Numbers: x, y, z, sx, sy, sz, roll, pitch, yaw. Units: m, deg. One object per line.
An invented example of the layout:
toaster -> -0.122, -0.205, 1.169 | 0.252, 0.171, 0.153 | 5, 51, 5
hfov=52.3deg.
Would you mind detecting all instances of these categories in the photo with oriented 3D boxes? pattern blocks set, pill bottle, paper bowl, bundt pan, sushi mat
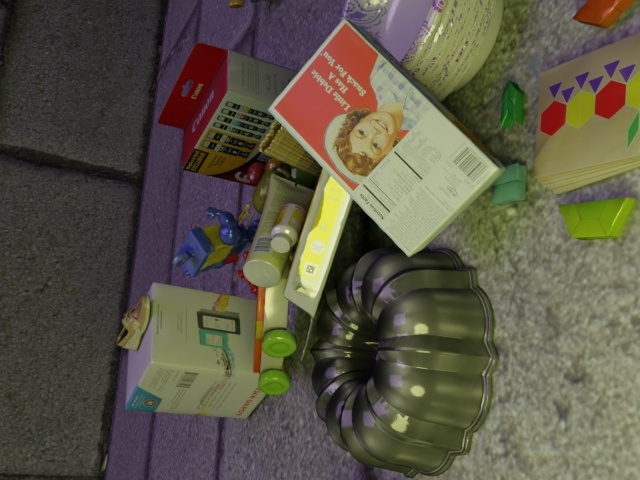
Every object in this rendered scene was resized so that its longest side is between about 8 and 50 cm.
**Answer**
pattern blocks set -> 0.309, -0.140, 0.703 | 0.325, 0.026, 0.285 | 8, 87, 64
pill bottle -> -0.052, -0.018, 1.012 | 0.043, 0.043, 0.083 | -54, 10, 40
paper bowl -> 0.152, -0.324, 0.953 | 0.284, 0.148, 0.284 | -36, 48, 54
bundt pan -> 0.089, 0.158, 0.914 | 0.331, 0.124, 0.330 | -35, 48, 53
sushi mat -> -0.007, -0.184, 1.049 | 0.151, 0.019, 0.316 | -59, -13, 7

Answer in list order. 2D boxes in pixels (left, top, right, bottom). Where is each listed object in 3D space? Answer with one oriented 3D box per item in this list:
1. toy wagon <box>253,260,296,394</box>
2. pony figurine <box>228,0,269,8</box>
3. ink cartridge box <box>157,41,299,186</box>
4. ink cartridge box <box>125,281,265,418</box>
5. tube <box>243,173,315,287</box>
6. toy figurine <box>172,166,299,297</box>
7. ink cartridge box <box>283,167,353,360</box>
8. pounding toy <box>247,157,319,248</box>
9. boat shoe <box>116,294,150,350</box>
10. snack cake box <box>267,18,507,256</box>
toy wagon -> -0.086, 0.146, 1.197 | 0.344, 0.068, 0.267 | 100, 172, -45
pony figurine -> -0.225, -0.826, 1.755 | 0.303, 0.351, 0.363 | -178, 79, -67
ink cartridge box -> -0.210, -0.280, 1.515 | 0.309, 0.272, 0.130 | -45, 42, 49
ink cartridge box -> -0.252, 0.241, 1.389 | 0.198, 0.270, 0.197 | -55, 33, 39
tube -> -0.066, -0.024, 1.087 | 0.062, 0.070, 0.240 | -16, 36, 27
toy figurine -> -0.189, 0.020, 1.334 | 0.191, 0.217, 0.362 | 62, 144, 14
ink cartridge box -> 0.000, 0.000, 1.068 | 0.303, 0.072, 0.307 | -74, 4, -80
pounding toy -> -0.086, -0.120, 1.386 | 0.183, 0.110, 0.236 | -53, 36, 42
boat shoe -> -0.373, 0.165, 1.301 | 0.135, 0.045, 0.050 | -66, 28, 23
snack cake box -> 0.082, -0.128, 0.819 | 0.264, 0.089, 0.152 | 48, 111, 11
